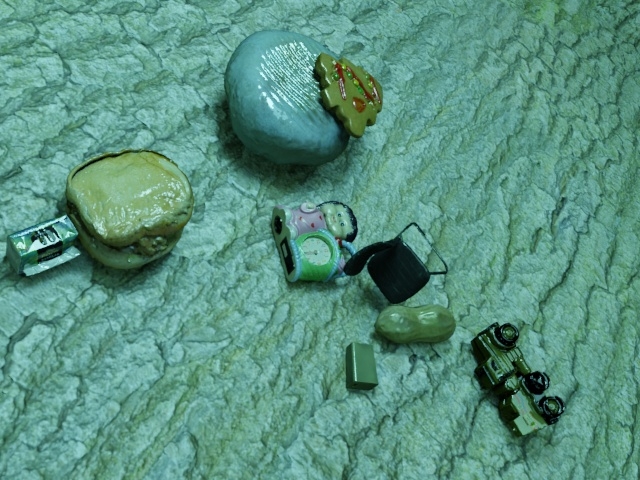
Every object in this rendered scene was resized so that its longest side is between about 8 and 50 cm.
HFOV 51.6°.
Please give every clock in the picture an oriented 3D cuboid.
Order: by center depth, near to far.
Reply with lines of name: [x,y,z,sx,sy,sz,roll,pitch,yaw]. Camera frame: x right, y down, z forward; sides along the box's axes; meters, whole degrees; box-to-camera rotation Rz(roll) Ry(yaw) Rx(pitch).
clock: [0.000,0.000,1.513,0.195,0.100,0.194,-7,70,-29]

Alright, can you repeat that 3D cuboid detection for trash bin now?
trash bin: [0.087,0.271,1.431,0.060,0.043,0.092,11,56,-22]

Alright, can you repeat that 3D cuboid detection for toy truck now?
toy truck: [0.436,0.323,1.539,0.127,0.127,0.257,-19,71,-20]

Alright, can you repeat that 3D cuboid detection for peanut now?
peanut: [0.220,0.190,1.515,0.214,0.098,0.090,1,74,-25]

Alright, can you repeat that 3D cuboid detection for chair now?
chair: [0.166,0.063,1.478,0.145,0.140,0.221,56,25,9]

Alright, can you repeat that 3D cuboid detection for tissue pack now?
tissue pack: [-0.514,0.016,1.237,0.111,0.085,0.079,-27,78,-37]

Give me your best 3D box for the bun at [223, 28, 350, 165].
bun: [-0.072,-0.330,1.593,0.361,0.211,0.362,14,59,-25]

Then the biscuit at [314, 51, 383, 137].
biscuit: [0.082,-0.349,1.555,0.238,0.041,0.212,-26,89,-49]

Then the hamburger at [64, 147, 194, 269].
hamburger: [-0.380,-0.077,1.324,0.243,0.146,0.286,18,50,-14]
